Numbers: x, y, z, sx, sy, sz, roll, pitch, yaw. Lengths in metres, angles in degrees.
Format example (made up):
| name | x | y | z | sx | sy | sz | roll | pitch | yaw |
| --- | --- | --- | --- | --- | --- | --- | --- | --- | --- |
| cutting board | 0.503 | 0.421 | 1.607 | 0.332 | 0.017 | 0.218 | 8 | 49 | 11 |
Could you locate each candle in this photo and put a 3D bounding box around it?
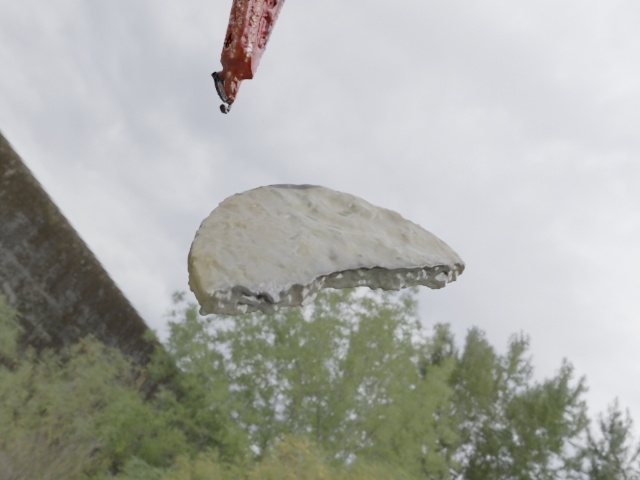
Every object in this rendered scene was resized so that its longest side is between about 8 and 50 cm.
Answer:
| name | x | y | z | sx | sy | sz | roll | pitch | yaw |
| --- | --- | --- | --- | --- | --- | --- | --- | --- | --- |
| candle | -0.083 | -0.308 | 0.915 | 0.084 | 0.301 | 0.059 | 15 | -7 | -4 |

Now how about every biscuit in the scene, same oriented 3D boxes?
| name | x | y | z | sx | sy | sz | roll | pitch | yaw |
| --- | --- | --- | --- | --- | --- | --- | --- | --- | --- |
| biscuit | -0.004 | -0.002 | 0.576 | 0.133 | 0.250 | 0.032 | 55 | -43 | 38 |
